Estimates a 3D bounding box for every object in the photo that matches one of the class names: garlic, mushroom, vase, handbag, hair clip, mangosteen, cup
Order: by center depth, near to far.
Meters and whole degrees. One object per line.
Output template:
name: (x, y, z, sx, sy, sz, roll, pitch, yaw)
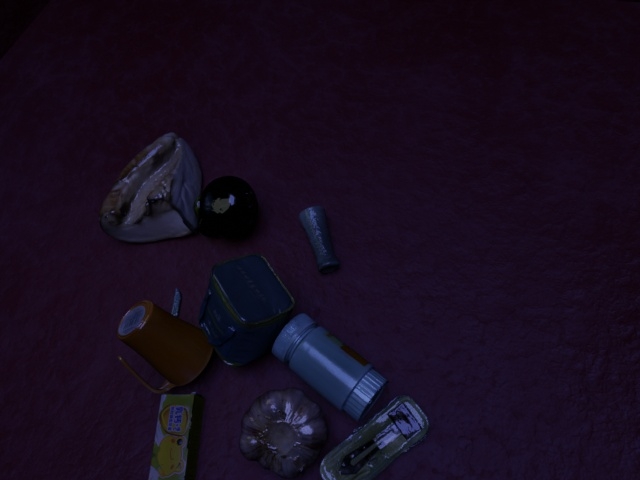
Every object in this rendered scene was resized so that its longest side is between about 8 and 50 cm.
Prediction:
hair clip: (0.144, 0.560, 1.269, 0.321, 0.091, 0.138, -31, 63, -19)
garlic: (-0.101, 0.523, 1.292, 0.245, 0.160, 0.245, 0, 83, 1)
cup: (-0.469, 0.317, 1.379, 0.182, 0.264, 0.226, 13, 61, 49)
handbag: (-0.228, 0.209, 1.389, 0.222, 0.241, 0.263, -16, 53, -35)
vase: (0.000, 0.000, 1.575, 0.096, 0.096, 0.219, -18, 65, -1)
mangosteen: (-0.329, -0.112, 1.620, 0.243, 0.243, 0.243, -4, 63, 7)
mushroom: (-0.608, -0.199, 1.724, 0.314, 0.224, 0.397, -14, 54, 17)

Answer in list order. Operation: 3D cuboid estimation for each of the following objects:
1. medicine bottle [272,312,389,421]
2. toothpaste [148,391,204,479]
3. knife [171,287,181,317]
medicine bottle: (0.027, 0.362, 1.346, 0.318, 0.158, 0.158, 35, 73, 23)
toothpaste: (-0.412, 0.606, 1.334, 0.110, 0.077, 0.327, -4, 63, 9)
knife: (-0.487, 0.257, 1.558, 0.028, 0.015, 0.210, -5, 62, 13)
